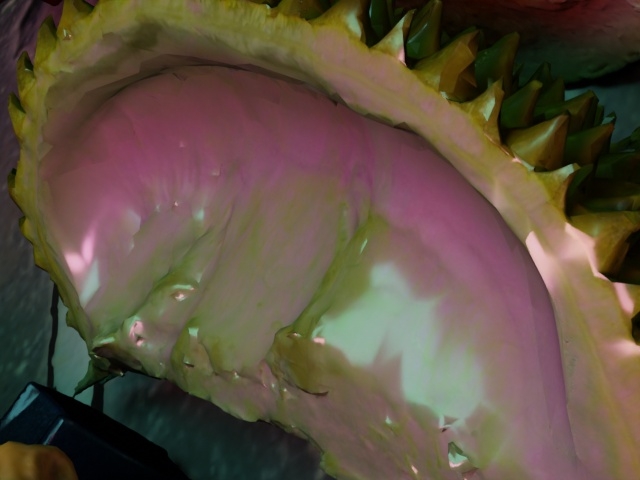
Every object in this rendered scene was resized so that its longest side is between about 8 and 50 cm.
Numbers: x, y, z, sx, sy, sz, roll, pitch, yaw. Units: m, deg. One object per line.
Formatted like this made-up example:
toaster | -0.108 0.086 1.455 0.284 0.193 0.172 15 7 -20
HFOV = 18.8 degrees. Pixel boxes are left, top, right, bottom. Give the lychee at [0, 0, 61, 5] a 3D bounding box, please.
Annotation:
lychee | -0.135 -0.319 0.799 0.500 0.424 0.425 117 157 -44

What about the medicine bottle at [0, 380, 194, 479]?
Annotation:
medicine bottle | -0.163 0.112 0.791 0.258 0.079 0.124 8 72 51

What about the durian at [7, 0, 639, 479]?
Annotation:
durian | 0.000 0.000 0.647 0.351 0.158 0.169 16 81 48

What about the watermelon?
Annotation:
watermelon | 0.051 -0.102 0.694 0.245 0.119 0.063 3 75 48

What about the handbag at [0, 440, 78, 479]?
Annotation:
handbag | -0.192 0.172 0.659 0.401 0.133 0.283 19 97 53
